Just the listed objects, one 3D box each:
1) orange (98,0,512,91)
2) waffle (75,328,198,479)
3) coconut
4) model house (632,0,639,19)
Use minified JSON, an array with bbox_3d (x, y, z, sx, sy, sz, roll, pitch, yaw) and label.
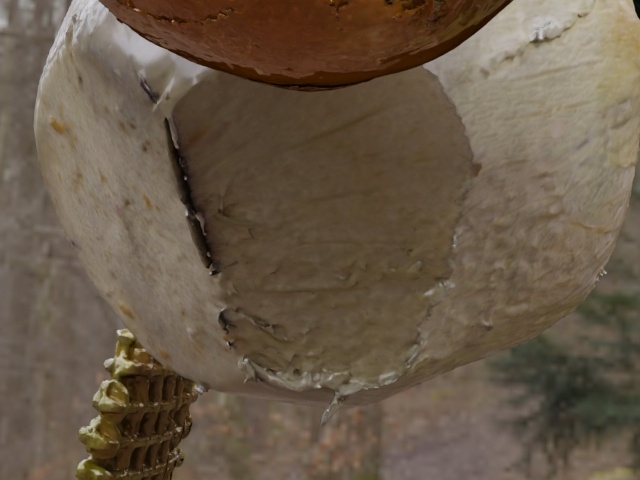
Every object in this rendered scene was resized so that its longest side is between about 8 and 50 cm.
[{"bbox_3d":[-0.003,-0.184,0.732,0.246,0.246,0.246,4,-12,1],"label":"orange"},{"bbox_3d":[-0.134,0.139,1.251,0.038,0.191,0.191,13,-10,13],"label":"waffle"},{"bbox_3d":[0.030,-0.085,1.018,0.360,0.346,0.346,-28,5,-29],"label":"coconut"},{"bbox_3d":[0.172,-0.071,0.623,0.194,0.325,0.267,8,32,-29],"label":"model house"}]
